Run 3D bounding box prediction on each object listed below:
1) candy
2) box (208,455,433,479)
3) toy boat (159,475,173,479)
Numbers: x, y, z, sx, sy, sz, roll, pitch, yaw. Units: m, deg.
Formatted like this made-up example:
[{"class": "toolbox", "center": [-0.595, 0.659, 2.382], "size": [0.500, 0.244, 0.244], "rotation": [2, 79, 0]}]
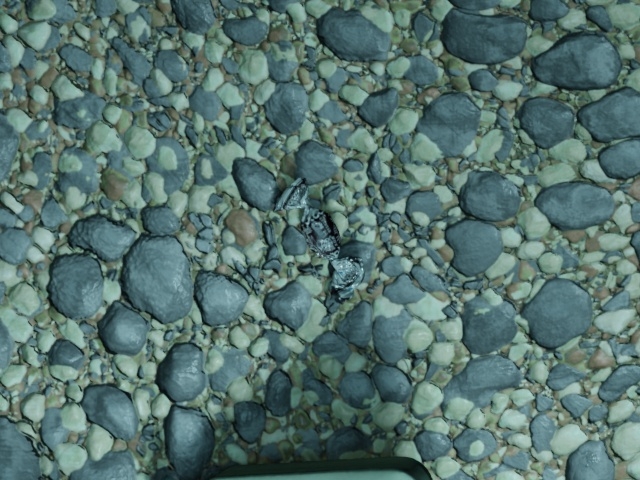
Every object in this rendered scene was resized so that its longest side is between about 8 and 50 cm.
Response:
[{"class": "candy", "center": [0.000, 0.000, 1.748], "size": [0.094, 0.051, 0.226], "rotation": [-29, 93, -9]}, {"class": "box", "center": [0.008, 0.553, 1.612], "size": [0.397, 0.111, 0.395], "rotation": [-7, 89, 19]}, {"class": "toy boat", "center": [-0.230, 0.491, 1.638], "size": [0.079, 0.134, 0.207], "rotation": [5, 83, -34]}]
